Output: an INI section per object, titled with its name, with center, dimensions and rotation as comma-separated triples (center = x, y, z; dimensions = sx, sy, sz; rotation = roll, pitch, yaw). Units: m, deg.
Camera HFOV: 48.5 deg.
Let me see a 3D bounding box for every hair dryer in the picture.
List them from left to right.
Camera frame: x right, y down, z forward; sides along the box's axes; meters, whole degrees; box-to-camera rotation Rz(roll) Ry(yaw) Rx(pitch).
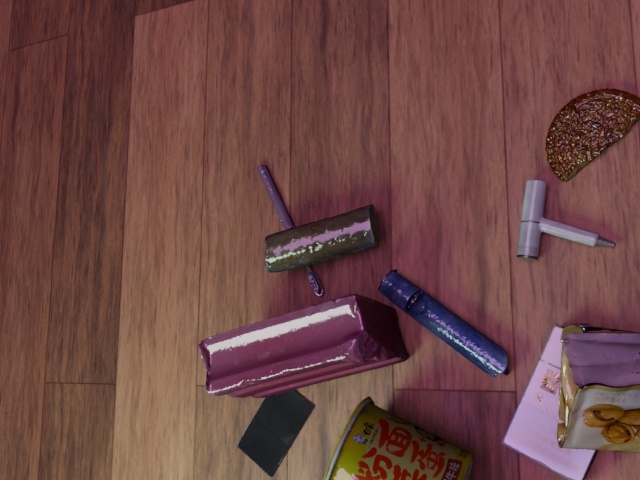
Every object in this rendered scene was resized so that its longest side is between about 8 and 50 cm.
[hair dryer]
center = 0.474, -0.033, 1.349
dimensions = 0.183, 0.044, 0.155
rotation = 6, 85, 23

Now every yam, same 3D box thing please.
[yam]
center = 0.000, 0.000, 1.531
dimensions = 0.259, 0.093, 0.093
rotation = -15, 74, 15

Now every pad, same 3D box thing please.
[pad]
center = -0.102, 0.413, 1.578
dimensions = 0.116, 0.004, 0.193
rotation = 33, 97, 28

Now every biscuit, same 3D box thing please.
[biscuit]
center = 0.511, -0.218, 1.365
dimensions = 0.206, 0.025, 0.126
rotation = -44, 65, 13

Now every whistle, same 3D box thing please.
[whistle]
center = 0.247, 0.165, 1.414
dimensions = 0.304, 0.062, 0.062
rotation = 37, 98, 27

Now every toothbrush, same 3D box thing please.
[toothbrush]
center = -0.072, -0.029, 1.626
dimensions = 0.024, 0.029, 0.354
rotation = -28, 69, 6

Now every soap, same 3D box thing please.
[soap]
center = -0.031, 0.225, 1.444
dimensions = 0.359, 0.233, 0.128
rotation = -19, 70, 21

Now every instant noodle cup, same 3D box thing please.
[instant noodle cup]
center = 0.143, 0.464, 1.302
dimensions = 0.221, 0.311, 0.312
rotation = 16, 89, 18

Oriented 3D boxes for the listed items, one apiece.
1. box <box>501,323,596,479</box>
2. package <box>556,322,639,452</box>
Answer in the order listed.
[box]
center = 0.449, 0.292, 1.283
dimensions = 0.155, 0.067, 0.243
rotation = 23, 91, 27
[package]
center = 0.552, 0.234, 1.158
dimensions = 0.311, 0.221, 0.165
rotation = 0, 46, 10
